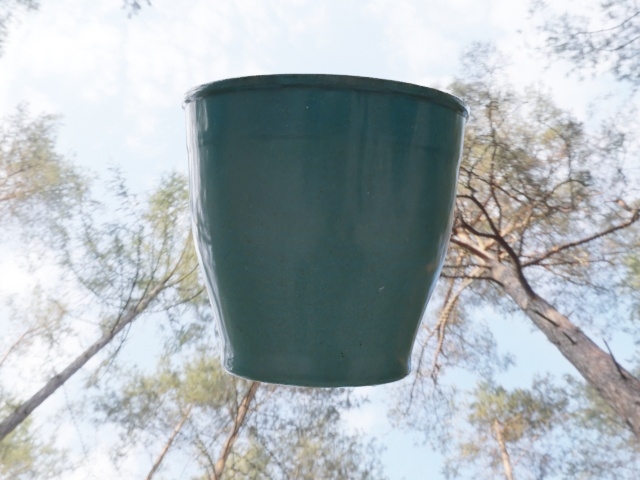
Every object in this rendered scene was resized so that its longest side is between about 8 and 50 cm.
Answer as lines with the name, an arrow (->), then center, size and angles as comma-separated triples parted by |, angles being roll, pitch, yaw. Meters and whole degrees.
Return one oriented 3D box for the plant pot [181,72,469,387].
plant pot -> 0.000, 0.000, 0.657 | 0.272, 0.271, 0.255 | 2, -90, 0
